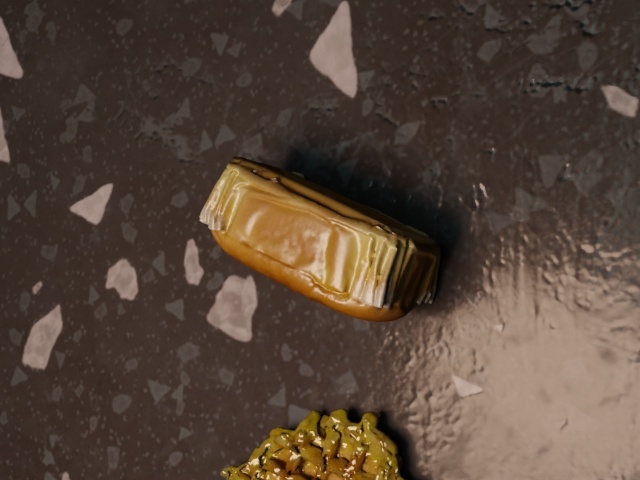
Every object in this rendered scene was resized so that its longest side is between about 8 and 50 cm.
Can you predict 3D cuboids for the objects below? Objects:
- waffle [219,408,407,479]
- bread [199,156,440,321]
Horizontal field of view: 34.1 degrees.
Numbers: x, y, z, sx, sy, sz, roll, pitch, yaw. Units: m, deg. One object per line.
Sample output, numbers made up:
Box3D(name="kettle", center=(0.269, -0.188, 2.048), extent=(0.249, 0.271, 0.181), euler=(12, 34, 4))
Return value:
Box3D(name="waffle", center=(0.006, 0.312, 1.126), extent=(0.254, 0.052, 0.245), euler=(-31, 71, 25))
Box3D(name="bread", center=(0.000, 0.000, 1.095), extent=(0.241, 0.136, 0.107), euler=(27, 101, 28))
